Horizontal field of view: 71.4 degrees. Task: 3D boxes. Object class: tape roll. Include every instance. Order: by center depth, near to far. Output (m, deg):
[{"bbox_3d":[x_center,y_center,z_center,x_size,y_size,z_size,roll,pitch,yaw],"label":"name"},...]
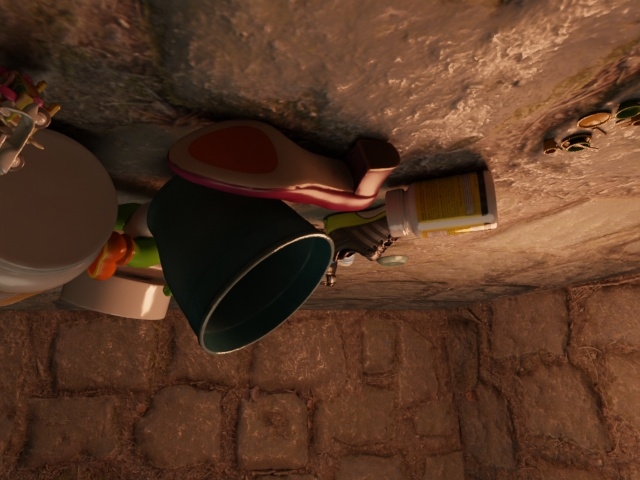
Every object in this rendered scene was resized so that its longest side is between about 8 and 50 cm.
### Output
[{"bbox_3d":[-0.574,0.141,1.272,0.286,0.100,0.286,14,176,1],"label":"tape roll"}]

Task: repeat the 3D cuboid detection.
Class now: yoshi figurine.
[{"bbox_3d":[-0.329,0.005,0.968,0.202,0.204,0.362,12,-170,40],"label":"yoshi figurine"}]

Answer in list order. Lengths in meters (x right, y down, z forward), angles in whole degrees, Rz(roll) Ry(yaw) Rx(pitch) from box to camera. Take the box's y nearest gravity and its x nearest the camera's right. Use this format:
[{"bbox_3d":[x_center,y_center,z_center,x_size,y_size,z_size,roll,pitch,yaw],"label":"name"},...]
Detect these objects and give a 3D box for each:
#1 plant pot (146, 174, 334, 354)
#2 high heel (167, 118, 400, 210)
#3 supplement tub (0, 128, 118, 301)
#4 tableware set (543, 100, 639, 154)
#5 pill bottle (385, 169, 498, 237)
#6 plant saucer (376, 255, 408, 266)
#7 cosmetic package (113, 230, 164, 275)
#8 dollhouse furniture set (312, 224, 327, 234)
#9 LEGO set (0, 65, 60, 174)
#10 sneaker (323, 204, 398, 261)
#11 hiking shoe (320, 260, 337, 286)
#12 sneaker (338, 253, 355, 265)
[{"bbox_3d":[-0.159,0.009,0.781,0.271,0.255,0.272,-36,155,-19],"label":"plant pot"},{"bbox_3d":[-0.060,-0.091,0.735,0.376,0.127,0.181,1,155,-24],"label":"high heel"},{"bbox_3d":[-0.497,-0.026,0.714,0.331,0.241,0.241,-16,160,40],"label":"supplement tub"},{"bbox_3d":[0.442,-0.174,0.720,0.104,0.024,0.154,10,161,-39],"label":"tableware set"},{"bbox_3d":[0.243,-0.068,0.903,0.208,0.119,0.119,-7,164,18],"label":"pill bottle"},{"bbox_3d":[0.267,0.078,1.647,0.119,0.021,0.119,-2,165,0],"label":"plant saucer"},{"bbox_3d":[-0.512,0.036,1.224,0.127,0.107,0.238,-8,162,27],"label":"cosmetic package"},{"bbox_3d":[0.000,0.000,1.207,0.151,0.076,0.058,6,164,-24],"label":"dollhouse furniture set"},{"bbox_3d":[-0.398,-0.164,0.488,0.286,0.132,0.107,15,159,35],"label":"LEGO set"},{"bbox_3d":[0.149,-0.014,1.087,0.299,0.122,0.111,-11,163,29],"label":"sneaker"},{"bbox_3d":[-0.068,0.041,1.271,0.113,0.132,0.304,9,173,45],"label":"hiking shoe"},{"bbox_3d":[0.040,0.041,1.434,0.162,0.064,0.073,-1,148,-23],"label":"sneaker"}]
